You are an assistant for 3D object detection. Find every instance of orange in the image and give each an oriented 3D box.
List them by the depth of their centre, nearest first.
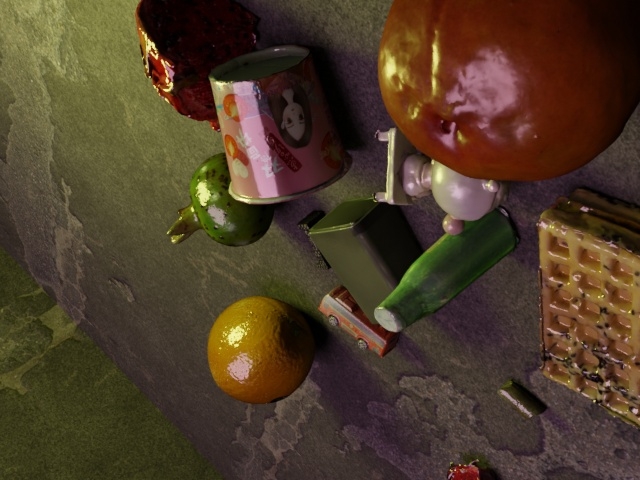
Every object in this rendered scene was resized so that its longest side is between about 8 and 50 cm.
[{"bbox_3d":[-0.145,0.266,2.342,0.274,0.274,0.274,33,146,26],"label":"orange"}]

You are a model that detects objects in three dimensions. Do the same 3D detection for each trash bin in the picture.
[{"bbox_3d":[0.114,0.041,1.894,0.164,0.122,0.240,-10,117,55],"label":"trash bin"}]

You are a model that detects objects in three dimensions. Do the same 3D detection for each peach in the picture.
[{"bbox_3d":[0.243,-0.232,1.236,0.343,0.302,0.342,34,145,28],"label":"peach"}]

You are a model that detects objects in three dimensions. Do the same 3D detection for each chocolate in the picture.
[{"bbox_3d":[0.206,0.053,1.613,0.110,0.291,0.110,36,147,28],"label":"chocolate"}]

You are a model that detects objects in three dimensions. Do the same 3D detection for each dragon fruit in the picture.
[{"bbox_3d":[-0.218,-0.335,1.873,0.240,0.302,0.330,1,139,18],"label":"dragon fruit"},{"bbox_3d":[0.364,0.570,2.192,0.102,0.096,0.147,-26,72,49],"label":"dragon fruit"}]

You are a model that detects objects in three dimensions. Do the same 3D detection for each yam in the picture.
[{"bbox_3d":[0.398,0.320,1.902,0.094,0.043,0.043,43,149,15],"label":"yam"}]

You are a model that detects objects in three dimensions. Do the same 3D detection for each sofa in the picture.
[{"bbox_3d":[0.000,0.000,2.054,0.039,0.060,0.118,-1,123,49],"label":"sofa"}]

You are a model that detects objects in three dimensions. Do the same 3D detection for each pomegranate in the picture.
[{"bbox_3d":[-0.217,-0.077,2.083,0.211,0.263,0.211,157,90,-84],"label":"pomegranate"}]

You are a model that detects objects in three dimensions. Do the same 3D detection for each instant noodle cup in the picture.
[{"bbox_3d":[-0.082,-0.219,1.762,0.243,0.243,0.231,14,129,45],"label":"instant noodle cup"}]

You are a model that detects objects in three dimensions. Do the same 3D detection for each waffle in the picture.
[{"bbox_3d":[0.468,0.117,1.514,0.261,0.114,0.376,26,142,34],"label":"waffle"}]

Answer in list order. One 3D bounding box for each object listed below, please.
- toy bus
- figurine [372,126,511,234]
[{"bbox_3d":[0.086,0.178,2.140,0.192,0.065,0.077,37,137,20],"label":"toy bus"},{"bbox_3d":[0.211,-0.114,1.577,0.145,0.181,0.257,27,166,-40],"label":"figurine"}]
